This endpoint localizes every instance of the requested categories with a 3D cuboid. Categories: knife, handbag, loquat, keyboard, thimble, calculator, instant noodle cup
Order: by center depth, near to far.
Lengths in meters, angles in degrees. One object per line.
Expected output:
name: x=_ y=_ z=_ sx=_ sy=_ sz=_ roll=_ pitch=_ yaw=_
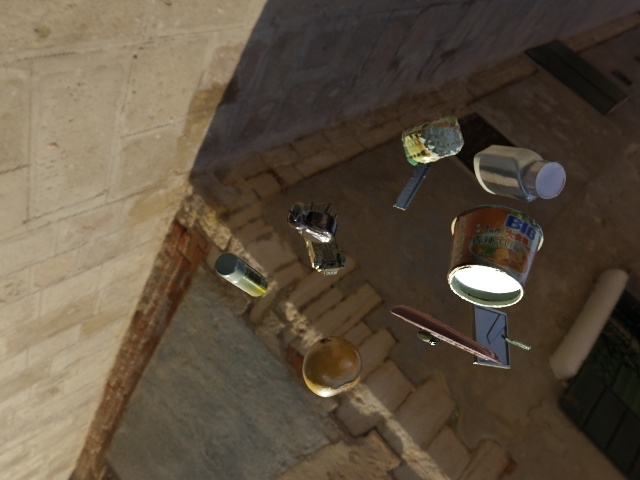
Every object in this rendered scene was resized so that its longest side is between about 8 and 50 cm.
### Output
calculator: x=0.373 y=0.273 z=1.536 sx=0.048 sy=0.329 sz=0.220 roll=-62 pitch=153 yaw=-4
instant noodle cup: x=0.530 y=0.061 z=1.652 sx=0.296 sy=0.296 sz=0.214 roll=115 pitch=-2 yaw=-60
keyboard: x=0.338 y=-0.202 z=1.953 sx=0.060 sy=0.018 sz=0.196 roll=16 pitch=117 yaw=-25
knife: x=0.744 y=0.389 z=2.012 sx=0.015 sy=0.028 sz=0.210 roll=-23 pitch=-174 yaw=-7
loquat: x=0.051 y=0.541 z=2.261 sx=0.263 sy=0.263 sz=0.263 roll=-40 pitch=167 yaw=-11
thimble: x=0.487 y=-0.438 z=2.304 sx=0.254 sy=0.168 sz=0.288 roll=-17 pitch=-171 yaw=11
handbag: x=0.482 y=0.426 z=2.340 sx=0.047 sy=0.111 sz=0.072 roll=-45 pitch=143 yaw=-39

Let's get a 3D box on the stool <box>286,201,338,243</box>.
stool: x=-0.024 y=-0.069 z=1.740 sx=0.125 sy=0.217 sz=0.121 roll=-11 pitch=-124 yaw=49

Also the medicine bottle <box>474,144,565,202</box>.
medicine bottle: x=0.599 y=-0.204 z=1.610 sx=0.111 sy=0.161 sz=0.296 roll=-31 pitch=-160 yaw=-7

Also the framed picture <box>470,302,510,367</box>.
framed picture: x=0.700 y=0.394 z=2.163 sx=0.020 sy=0.241 sz=0.324 roll=-13 pitch=159 yaw=39

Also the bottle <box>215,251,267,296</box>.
bottle: x=-0.258 y=0.116 z=1.755 sx=0.082 sy=0.082 sz=0.286 roll=-42 pitch=157 yaw=-3

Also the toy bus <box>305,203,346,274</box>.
toy bus: x=0.000 y=0.000 z=2.110 sx=0.121 sy=0.336 sz=0.123 roll=-3 pitch=141 yaw=-17
